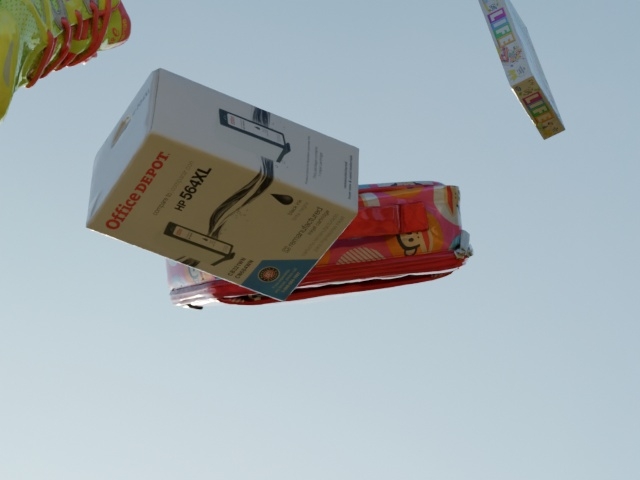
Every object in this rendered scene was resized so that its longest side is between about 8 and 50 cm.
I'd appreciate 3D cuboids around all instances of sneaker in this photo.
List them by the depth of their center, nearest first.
[{"bbox_3d":[-0.151,-0.128,0.961,0.094,0.208,0.081,25,-50,-13],"label":"sneaker"}]

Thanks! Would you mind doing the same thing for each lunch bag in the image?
[{"bbox_3d":[0.000,0.000,1.761,0.293,0.120,0.258,-6,-4,-22],"label":"lunch bag"}]

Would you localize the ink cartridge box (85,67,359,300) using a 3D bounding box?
[{"bbox_3d":[-0.088,-0.046,1.524,0.203,0.086,0.148,20,-44,-20],"label":"ink cartridge box"}]

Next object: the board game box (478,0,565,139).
[{"bbox_3d":[0.207,-0.193,1.791,0.026,0.154,0.103,-25,-38,14],"label":"board game box"}]
